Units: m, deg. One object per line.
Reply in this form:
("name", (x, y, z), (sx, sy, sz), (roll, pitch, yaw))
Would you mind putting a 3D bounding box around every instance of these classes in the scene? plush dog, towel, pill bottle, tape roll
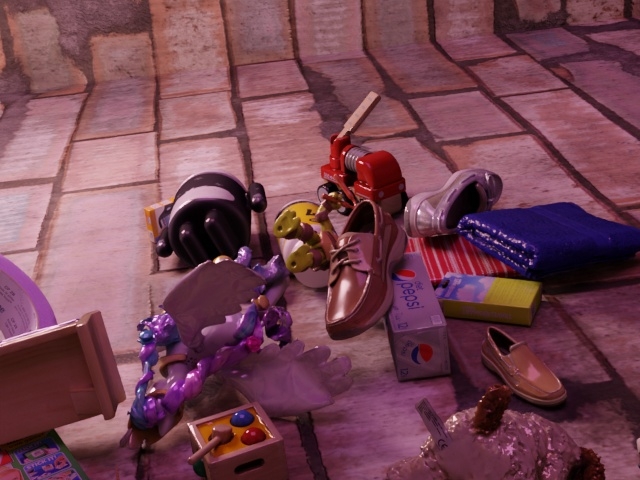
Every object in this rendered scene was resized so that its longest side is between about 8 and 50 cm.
("plush dog", (0.243, 0.281, 1.298), (0.262, 0.210, 0.225), (14, 5, 34))
("towel", (0.307, 0.034, 1.977), (0.275, 0.031, 0.199), (-6, 24, -1))
("pill bottle", (-0.022, 0.007, 2.000), (0.119, 0.119, 0.208), (-9, 25, -8))
("towel", (0.442, -0.002, 1.916), (0.308, 0.076, 0.228), (-6, 22, -34))
("tape roll", (-0.579, 0.127, 1.680), (0.090, 0.275, 0.275), (-43, 16, 19))

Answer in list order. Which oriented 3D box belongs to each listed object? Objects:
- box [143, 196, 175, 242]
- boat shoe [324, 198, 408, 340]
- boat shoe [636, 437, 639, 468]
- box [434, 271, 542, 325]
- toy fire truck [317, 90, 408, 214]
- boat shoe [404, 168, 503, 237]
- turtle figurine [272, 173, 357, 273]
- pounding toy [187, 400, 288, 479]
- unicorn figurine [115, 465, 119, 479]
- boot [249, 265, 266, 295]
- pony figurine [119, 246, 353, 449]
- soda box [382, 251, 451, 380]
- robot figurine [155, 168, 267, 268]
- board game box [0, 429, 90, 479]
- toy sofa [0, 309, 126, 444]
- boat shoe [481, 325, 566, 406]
("box", (-0.327, -0.054, 2.244), (0.136, 0.081, 0.028), (-23, 30, -33))
("boat shoe", (0.058, 0.044, 1.702), (0.123, 0.116, 0.324), (-22, 25, 26))
("boat shoe", (0.572, 0.304, 1.287), (0.320, 0.116, 0.099), (2, 68, 1))
("box", (0.302, 0.104, 1.807), (0.178, 0.042, 0.109), (5, 26, 23))
("toy fire truck", (0.102, -0.192, 2.253), (0.158, 0.246, 0.217), (-21, 29, -30))
("boat shoe", (0.298, -0.074, 2.082), (0.103, 0.118, 0.320), (9, 19, 39))
("turtle figurine", (0.000, 0.000, 1.815), (0.087, 0.269, 0.217), (-14, -13, 30))
("pounding toy", (-0.130, 0.295, 1.411), (0.141, 0.100, 0.130), (-15, 26, -19))
("unicorn figurine", (-0.267, 0.388, 1.303), (0.111, 0.060, 0.162), (-25, 47, -37))
("boot", (-0.124, 0.078, 1.955), (0.099, 0.045, 0.121), (-2, 32, 14))
("pony figurine", (-0.152, 0.155, 1.585), (0.351, 0.303, 0.363), (-32, 20, 22))
("soda box", (0.154, 0.124, 1.728), (0.091, 0.098, 0.286), (-8, 24, -1))
("robot figurine", (-0.228, -0.041, 2.092), (0.209, 0.173, 0.278), (10, 23, -8))
("board game box", (-0.488, 0.375, 1.382), (0.317, 0.046, 0.213), (-19, 28, -27))
("toy sofa", (-0.483, 0.225, 1.478), (0.363, 0.150, 0.177), (-16, 6, -5))
("boat shoe", (0.314, 0.193, 1.573), (0.068, 0.072, 0.190), (-18, 27, -25))
